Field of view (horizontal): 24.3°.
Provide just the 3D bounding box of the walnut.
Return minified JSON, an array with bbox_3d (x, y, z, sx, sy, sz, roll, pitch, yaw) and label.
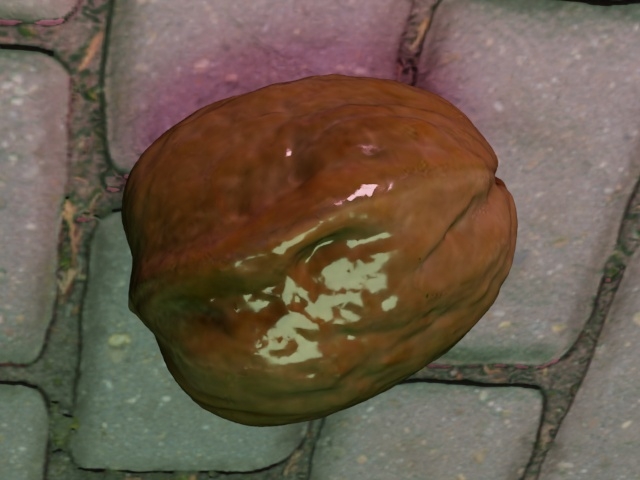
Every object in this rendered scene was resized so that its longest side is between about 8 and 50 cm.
[{"bbox_3d":[0.000,0.000,1.022,0.283,0.283,0.227,-20,91,6],"label":"walnut"}]
